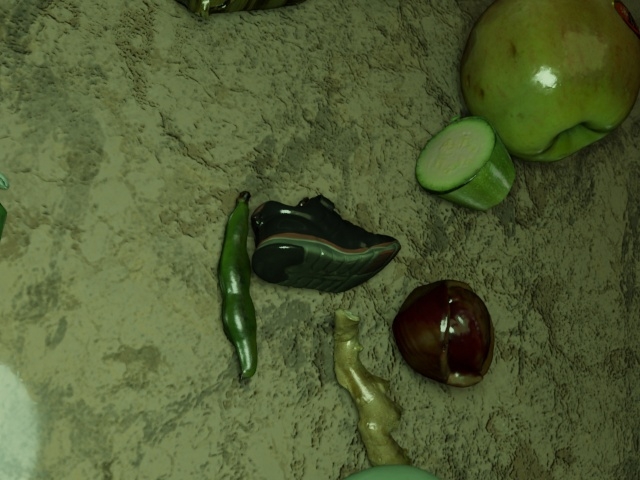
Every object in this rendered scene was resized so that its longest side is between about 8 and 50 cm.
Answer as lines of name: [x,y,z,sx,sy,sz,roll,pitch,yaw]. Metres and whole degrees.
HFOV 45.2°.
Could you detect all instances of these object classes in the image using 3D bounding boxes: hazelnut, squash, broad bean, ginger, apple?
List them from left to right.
broad bean: [-0.125,0.060,1.150,0.060,0.043,0.298,11,67,-40]
ginger: [0.079,0.240,1.200,0.089,0.075,0.288,-17,88,-13]
hazelnut: [0.213,0.145,1.259,0.201,0.160,0.170,-3,101,-37]
squash: [0.273,-0.136,1.407,0.122,0.170,0.170,31,59,-35]
apple: [0.439,-0.312,1.455,0.338,0.338,0.305,12,59,-29]

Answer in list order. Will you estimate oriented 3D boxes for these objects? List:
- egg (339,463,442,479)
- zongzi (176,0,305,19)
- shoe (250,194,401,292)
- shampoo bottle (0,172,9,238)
egg: [0.080,0.420,1.058,0.282,0.203,0.203,-16,82,-41]
zongzi: [-0.102,-0.518,1.236,0.285,0.289,0.134,-22,42,-41]
shoe: [0.000,0.000,1.219,0.290,0.114,0.137,7,49,-42]
shampoo bottle: [-0.434,0.006,0.963,0.065,0.065,0.205,16,65,-27]
